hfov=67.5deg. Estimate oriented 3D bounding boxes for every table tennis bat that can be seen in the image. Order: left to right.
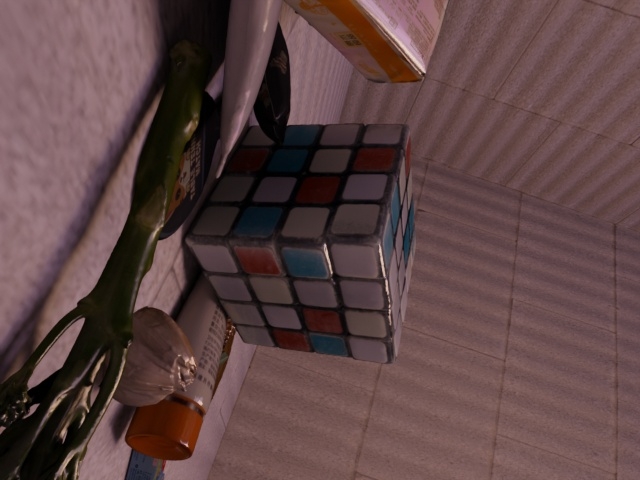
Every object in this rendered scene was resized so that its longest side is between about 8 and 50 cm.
[{"bbox_3d":[-0.127,-0.100,0.499,0.150,0.027,0.236,108,3,-47],"label":"table tennis bat"}]

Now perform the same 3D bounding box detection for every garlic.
[{"bbox_3d":[-0.174,0.119,0.469,0.074,0.094,0.113,-7,132,-44],"label":"garlic"}]

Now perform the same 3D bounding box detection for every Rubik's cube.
[{"bbox_3d":[0.000,-0.001,0.711,0.259,0.253,0.256,74,26,-43],"label":"Rubik's cube"}]

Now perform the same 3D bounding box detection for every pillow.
[{"bbox_3d":[-0.062,-0.200,0.587,0.090,0.048,0.150,159,-73,-67],"label":"pillow"}]

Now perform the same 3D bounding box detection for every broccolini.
[{"bbox_3d":[-0.160,0.018,0.329,0.074,0.079,0.392,71,29,-72],"label":"broccolini"}]

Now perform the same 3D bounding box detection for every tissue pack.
[{"bbox_3d":[0.069,-0.354,0.652,0.225,0.124,0.185,24,85,-47],"label":"tissue pack"}]

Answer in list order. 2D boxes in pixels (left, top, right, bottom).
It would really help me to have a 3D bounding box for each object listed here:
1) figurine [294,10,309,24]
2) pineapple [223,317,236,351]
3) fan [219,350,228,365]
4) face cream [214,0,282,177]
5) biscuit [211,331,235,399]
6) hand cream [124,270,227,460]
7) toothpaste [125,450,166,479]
[{"bbox_3d":[0.028,-0.429,0.805,0.144,0.114,0.178,58,42,-87],"label":"figurine"},{"bbox_3d":[-0.196,0.177,0.880,0.159,0.074,0.074,-62,-176,27],"label":"pineapple"},{"bbox_3d":[-0.211,0.230,0.790,0.038,0.016,0.193,-53,168,19],"label":"fan"},{"bbox_3d":[-0.034,-0.254,0.335,0.420,0.137,0.234,122,-25,-57],"label":"face cream"},{"bbox_3d":[-0.234,0.267,1.041,0.226,0.042,0.225,17,90,-88],"label":"biscuit"},{"bbox_3d":[-0.175,0.140,0.687,0.314,0.089,0.139,-77,178,-47],"label":"hand cream"},{"bbox_3d":[-0.263,0.342,0.737,0.070,0.044,0.193,-75,-177,-74],"label":"toothpaste"}]
